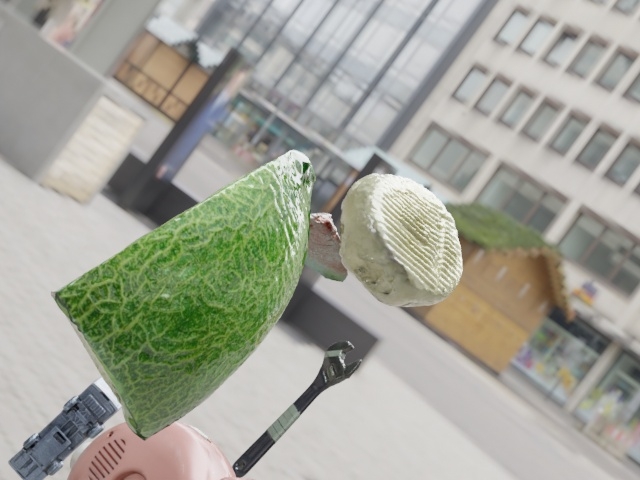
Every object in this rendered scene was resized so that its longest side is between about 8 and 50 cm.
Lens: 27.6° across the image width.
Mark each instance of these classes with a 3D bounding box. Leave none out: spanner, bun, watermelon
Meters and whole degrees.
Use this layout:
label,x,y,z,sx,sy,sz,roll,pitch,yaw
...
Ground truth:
label,x,y,z,sx,sy,sz,roll,pitch,yaw
spanner,-0.044,0.307,2.330,0.087,0.316,0.024,33,-13,52
bun,0.103,0.005,1.932,0.220,0.134,0.220,27,47,-33
watermelon,-0.005,0.000,2.129,0.094,0.081,0.180,15,-22,38

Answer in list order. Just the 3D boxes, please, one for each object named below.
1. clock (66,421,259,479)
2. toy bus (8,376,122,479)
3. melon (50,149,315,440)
label,x,y,z,sx,sy,sz,roll,pitch,yaw
clock,-0.213,0.321,1.558,0.241,0.227,0.142,33,0,29
toy bus,-0.355,0.271,1.841,0.064,0.190,0.075,48,15,2
melon,-0.100,0.020,1.234,0.124,0.323,0.196,22,-37,42
